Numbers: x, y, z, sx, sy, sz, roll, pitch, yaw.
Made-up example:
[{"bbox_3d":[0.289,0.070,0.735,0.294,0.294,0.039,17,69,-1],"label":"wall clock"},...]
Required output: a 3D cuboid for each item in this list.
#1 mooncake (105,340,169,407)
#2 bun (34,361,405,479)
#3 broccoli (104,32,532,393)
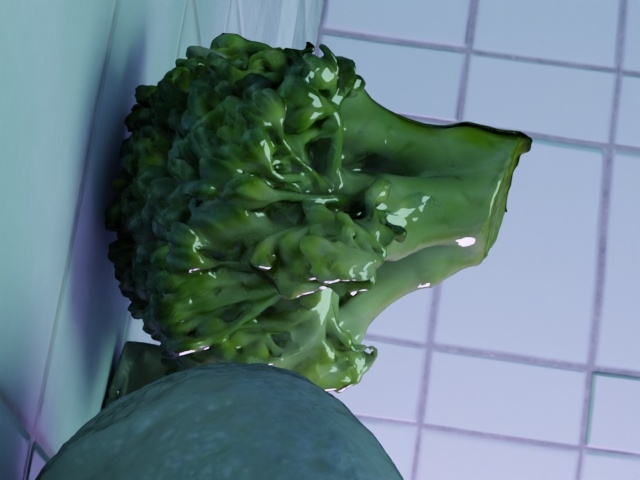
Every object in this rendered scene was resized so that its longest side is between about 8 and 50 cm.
[{"bbox_3d":[-0.105,0.145,1.117,0.125,0.073,0.130,97,3,-61],"label":"mooncake"},{"bbox_3d":[-0.044,0.227,0.777,0.362,0.211,0.362,164,-90,-78],"label":"bun"},{"bbox_3d":[0.000,0.000,1.005,0.288,0.245,0.248,-64,155,-77],"label":"broccoli"}]
